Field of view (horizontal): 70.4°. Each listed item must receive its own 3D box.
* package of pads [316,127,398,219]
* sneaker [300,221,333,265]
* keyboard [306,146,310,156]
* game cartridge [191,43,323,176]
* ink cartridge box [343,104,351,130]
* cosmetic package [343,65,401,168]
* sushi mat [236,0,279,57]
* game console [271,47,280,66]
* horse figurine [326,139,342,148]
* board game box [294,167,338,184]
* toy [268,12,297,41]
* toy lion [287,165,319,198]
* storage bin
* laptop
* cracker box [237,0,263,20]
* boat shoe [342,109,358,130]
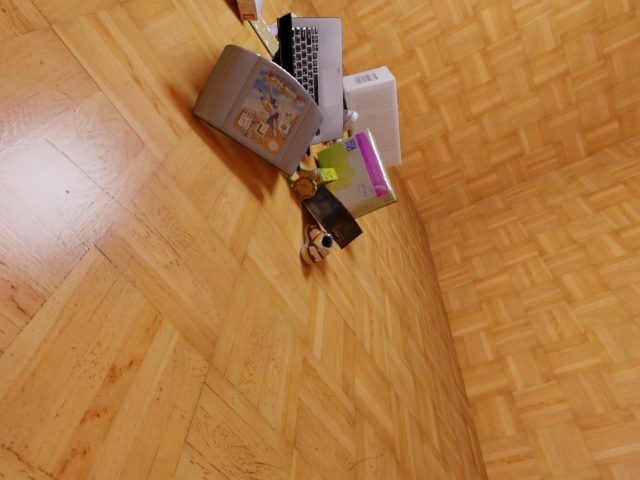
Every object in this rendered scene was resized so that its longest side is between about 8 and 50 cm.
[{"bbox_3d":[0.125,-0.233,1.665,0.101,0.229,0.296,34,36,-63],"label":"package of pads"},{"bbox_3d":[0.000,0.000,1.265,0.069,0.084,0.185,56,21,-28],"label":"sneaker"},{"bbox_3d":[-0.126,-0.443,1.538,0.317,0.033,0.201,49,26,-45],"label":"keyboard"},{"bbox_3d":[-0.127,-0.300,1.051,0.297,0.198,0.062,28,4,-42],"label":"game cartridge"},{"bbox_3d":[0.018,-0.631,2.020,0.201,0.117,0.278,34,37,-59],"label":"ink cartridge box"},{"bbox_3d":[0.242,-0.558,2.152,0.161,0.230,0.453,-104,-179,-48],"label":"cosmetic package"},{"bbox_3d":[-0.234,-0.816,1.702,0.316,0.019,0.151,51,25,-39],"label":"sushi mat"},{"bbox_3d":[-0.067,-0.553,1.528,0.173,0.250,0.293,34,25,-6],"label":"game console"},{"bbox_3d":[0.060,-0.417,1.966,0.263,0.066,0.174,52,29,-43],"label":"horse figurine"},{"bbox_3d":[-0.012,-0.194,1.453,0.043,0.092,0.181,65,18,-2],"label":"board game box"},{"bbox_3d":[-0.112,-0.885,1.895,0.137,0.056,0.237,44,50,-10],"label":"toy"},{"bbox_3d":[-0.055,-0.175,1.343,0.100,0.096,0.034,26,20,5],"label":"toy lion"},{"bbox_3d":[0.035,-0.072,1.351,0.122,0.084,0.180,51,1,-38],"label":"storage bin"},{"bbox_3d":[0.001,-0.444,1.321,0.408,0.236,0.382,-23,122,-39],"label":"laptop"},{"bbox_3d":[-0.241,-0.876,1.497,0.232,0.067,0.155,86,7,-54],"label":"cracker box"},{"bbox_3d":[0.023,-0.436,1.655,0.084,0.258,0.095,42,60,-32],"label":"boat shoe"}]
